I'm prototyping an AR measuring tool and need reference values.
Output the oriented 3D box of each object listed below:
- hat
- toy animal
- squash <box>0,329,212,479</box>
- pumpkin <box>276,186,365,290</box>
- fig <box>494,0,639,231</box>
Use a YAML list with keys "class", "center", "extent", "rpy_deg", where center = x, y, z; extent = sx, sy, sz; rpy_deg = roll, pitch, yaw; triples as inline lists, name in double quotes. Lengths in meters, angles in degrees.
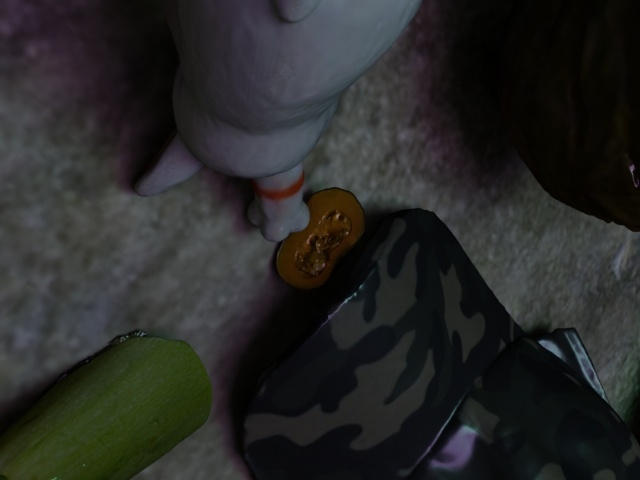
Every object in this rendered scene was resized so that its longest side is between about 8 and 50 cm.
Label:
- class: "hat"
  center: [0.135, 0.173, 0.643]
  extent: [0.366, 0.257, 0.382]
  rpy_deg: [-53, 147, -18]
- class: "toy animal"
  center: [-0.035, -0.108, 0.453]
  extent: [0.140, 0.282, 0.138]
  rpy_deg: [8, 69, -13]
- class: "squash"
  center: [-0.157, 0.128, 0.472]
  extent: [0.200, 0.075, 0.090]
  rpy_deg: [-27, 139, -55]
- class: "pumpkin"
  center: [0.001, 0.001, 0.586]
  extent: [0.083, 0.050, 0.028]
  rpy_deg: [-51, 162, -3]
- class: "fig"
  center: [0.230, -0.169, 0.548]
  extent: [0.368, 0.286, 0.286]
  rpy_deg: [33, 80, -46]
